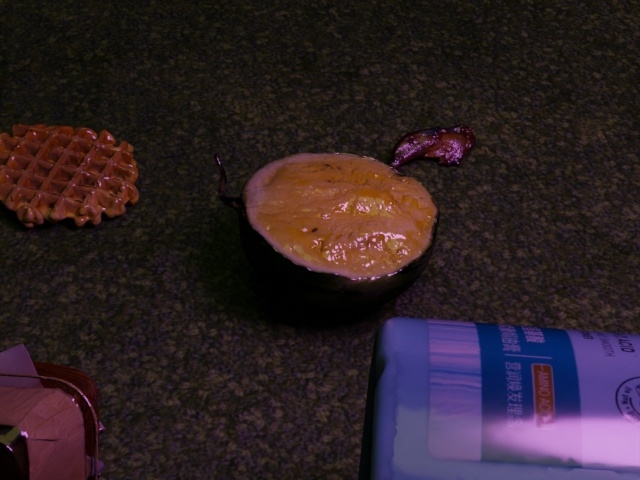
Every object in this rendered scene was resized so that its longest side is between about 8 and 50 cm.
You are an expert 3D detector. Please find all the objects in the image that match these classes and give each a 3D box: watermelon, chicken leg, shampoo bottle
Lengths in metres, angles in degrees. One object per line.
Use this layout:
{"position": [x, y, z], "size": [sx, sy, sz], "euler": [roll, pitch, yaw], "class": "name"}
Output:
{"position": [0.008, 0.001, 1.752], "size": [0.232, 0.127, 0.204], "euler": [-2, 42, -12], "class": "watermelon"}
{"position": [0.123, -0.107, 1.966], "size": [0.145, 0.037, 0.062], "euler": [-14, 59, -24], "class": "chicken leg"}
{"position": [0.201, 0.237, 1.365], "size": [0.342, 0.331, 0.331], "euler": [5, 41, 1], "class": "shampoo bottle"}

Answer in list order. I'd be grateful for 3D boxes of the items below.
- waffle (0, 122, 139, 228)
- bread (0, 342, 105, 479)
{"position": [-0.296, -0.076, 1.867], "size": [0.191, 0.038, 0.191], "euler": [4, 42, -4], "class": "waffle"}
{"position": [-0.297, 0.168, 1.481], "size": [0.224, 0.142, 0.212], "euler": [3, 12, 14], "class": "bread"}
